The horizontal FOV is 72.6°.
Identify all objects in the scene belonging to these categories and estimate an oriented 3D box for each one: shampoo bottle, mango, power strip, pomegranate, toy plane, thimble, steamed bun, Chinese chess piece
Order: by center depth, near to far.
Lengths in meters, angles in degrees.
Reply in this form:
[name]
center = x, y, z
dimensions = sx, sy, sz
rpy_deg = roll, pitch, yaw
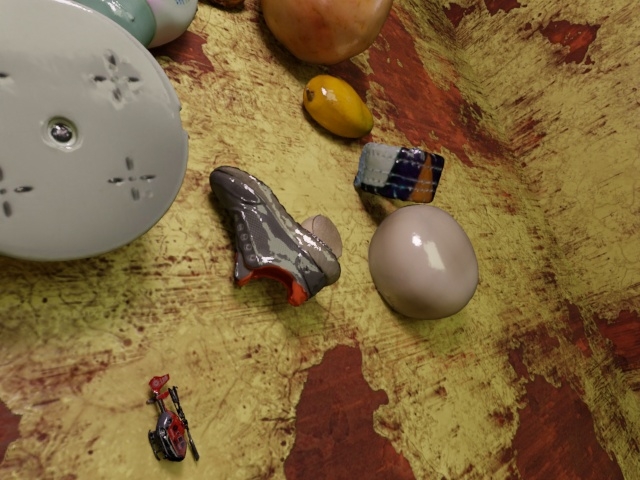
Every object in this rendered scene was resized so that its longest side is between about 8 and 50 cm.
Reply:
[power strip]
center = -0.379, -0.139, 0.593
dimensions = 0.357, 0.161, 0.357
rpy_deg = -4, 97, -40
[toy plane]
center = -0.229, 0.276, 0.660
dimensions = 0.060, 0.037, 0.145
rpy_deg = -14, 77, -51
[shampoo bottle]
center = -0.390, -0.487, 0.895
dimensions = 0.222, 0.151, 0.349
rpy_deg = 37, 44, -30
[Chinese chess piece]
center = 0.000, 0.000, 1.025
dimensions = 0.122, 0.051, 0.122
rpy_deg = 34, 43, -39
[steamed bun]
center = 0.291, 0.049, 1.171
dimensions = 0.324, 0.206, 0.324
rpy_deg = 22, 53, -33
[thimble]
center = 0.220, -0.194, 1.234
dimensions = 0.237, 0.237, 0.150
rpy_deg = 0, 108, -44
[pomegranate]
center = 0.025, -0.705, 1.252
dimensions = 0.411, 0.411, 0.411
rpy_deg = 23, 51, -32
[mango]
center = 0.061, -0.394, 1.301
dimensions = 0.317, 0.119, 0.176
rpy_deg = 16, 52, -47

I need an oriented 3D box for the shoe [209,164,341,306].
[shoe]
center = -0.129, 0.009, 0.872
dimensions = 0.336, 0.132, 0.171
rpy_deg = 43, 65, 1

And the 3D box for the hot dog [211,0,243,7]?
[hot dog]
center = -0.295, -0.735, 1.158
dimensions = 0.175, 0.114, 0.259
rpy_deg = 67, 12, 20

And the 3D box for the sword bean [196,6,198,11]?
[sword bean]
center = -0.367, -0.695, 1.133
dimensions = 0.043, 0.038, 0.269
rpy_deg = -13, 74, -21
